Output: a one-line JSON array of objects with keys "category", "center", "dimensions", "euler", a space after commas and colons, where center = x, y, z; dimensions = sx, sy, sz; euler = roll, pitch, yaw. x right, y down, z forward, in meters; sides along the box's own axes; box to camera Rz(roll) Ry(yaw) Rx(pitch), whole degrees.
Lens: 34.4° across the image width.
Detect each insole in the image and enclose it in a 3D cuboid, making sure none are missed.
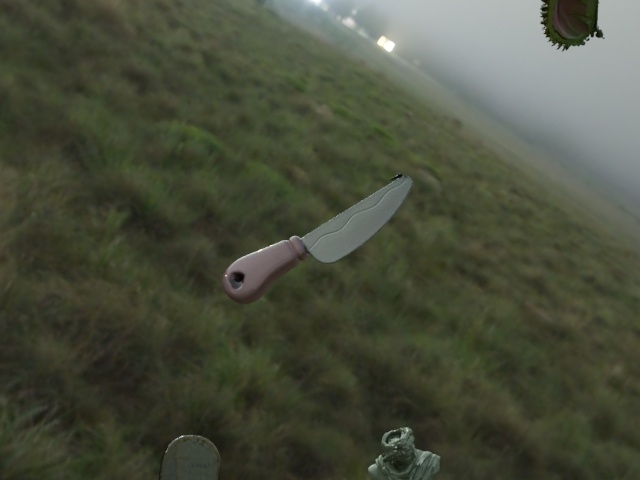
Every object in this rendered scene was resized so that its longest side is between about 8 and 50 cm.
[{"category": "insole", "center": [-0.187, 0.439, 1.395], "dimensions": [0.119, 0.349, 0.009], "euler": [9, -8, -29]}]

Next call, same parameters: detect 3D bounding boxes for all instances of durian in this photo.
[{"category": "durian", "center": [0.461, -0.450, 1.913], "dimensions": [0.221, 0.137, 0.095], "euler": [72, 2, -46]}]

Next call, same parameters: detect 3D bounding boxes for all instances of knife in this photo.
[{"category": "knife", "center": [0.001, 0.003, 1.588], "dimensions": [0.081, 0.335, 0.043], "euler": [64, 8, 27]}]

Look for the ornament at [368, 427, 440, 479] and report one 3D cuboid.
[{"category": "ornament", "center": [0.080, 0.221, 0.998], "dimensions": [0.092, 0.068, 0.041], "euler": [51, 20, -24]}]
